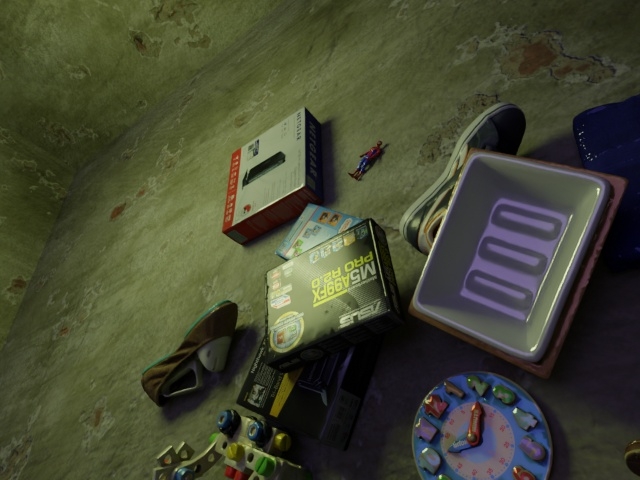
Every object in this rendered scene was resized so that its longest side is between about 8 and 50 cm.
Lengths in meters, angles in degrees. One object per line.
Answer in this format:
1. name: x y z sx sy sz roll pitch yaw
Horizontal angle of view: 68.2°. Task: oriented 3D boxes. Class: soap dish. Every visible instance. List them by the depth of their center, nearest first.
1. soap dish: 0.289 0.023 0.719 0.229 0.118 0.290 23 94 37

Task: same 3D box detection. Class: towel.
1. towel: 0.525 -0.110 0.710 0.228 0.076 0.308 -21 48 40

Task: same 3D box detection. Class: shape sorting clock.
1. shape sorting clock: 0.229 0.294 0.696 0.206 0.040 0.206 -24 46 29

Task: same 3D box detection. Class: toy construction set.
1. toy construction set: -0.156 0.438 0.879 0.328 0.151 0.215 5 64 33

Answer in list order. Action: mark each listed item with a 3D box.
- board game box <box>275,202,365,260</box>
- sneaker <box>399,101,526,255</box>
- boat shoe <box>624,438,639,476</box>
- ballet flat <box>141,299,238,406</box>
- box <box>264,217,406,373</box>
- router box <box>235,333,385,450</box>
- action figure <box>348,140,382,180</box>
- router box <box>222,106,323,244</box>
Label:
1. board game box: 0.000 0.000 1.133 0.212 0.039 0.160 22 74 51
2. sneaker: 0.290 -0.099 0.877 0.321 0.126 0.127 -55 34 12
3. boat shoe: 0.444 0.237 0.532 0.178 0.064 0.060 -19 19 31
4. ballet flat: -0.307 0.293 1.159 0.342 0.116 0.124 -40 61 13
5. box: 0.013 0.105 0.899 0.270 0.060 0.216 -28 44 24
6. router box: -0.009 0.219 0.944 0.243 0.081 0.308 4 63 44
7. action figure: 0.117 -0.206 1.194 0.115 0.030 0.038 -49 35 0
8. router box: -0.138 -0.190 1.375 0.301 0.082 0.335 -26 45 27
